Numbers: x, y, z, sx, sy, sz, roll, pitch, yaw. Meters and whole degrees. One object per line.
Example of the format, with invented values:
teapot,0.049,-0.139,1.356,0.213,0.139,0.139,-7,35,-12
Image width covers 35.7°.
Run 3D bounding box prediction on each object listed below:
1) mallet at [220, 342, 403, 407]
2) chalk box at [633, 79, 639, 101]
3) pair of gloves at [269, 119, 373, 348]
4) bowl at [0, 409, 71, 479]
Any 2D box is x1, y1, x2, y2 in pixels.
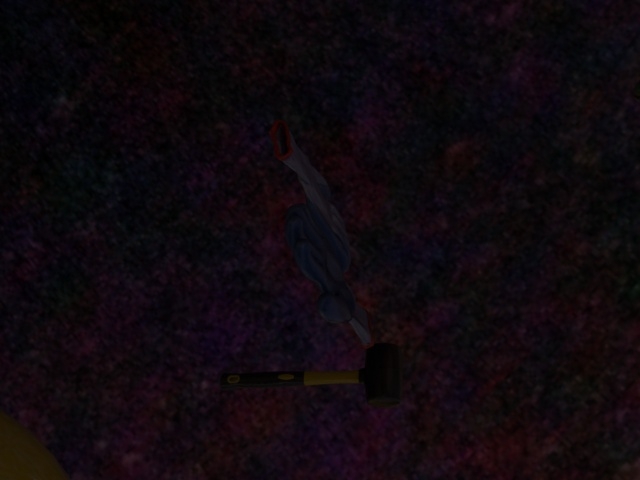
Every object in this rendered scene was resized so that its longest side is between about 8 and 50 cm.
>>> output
mallet,-0.008,0.132,1.013,0.039,0.189,0.062,67,29,-60
chalk box,0.243,-0.097,0.314,0.289,0.180,0.179,-15,103,-14
pair of gloves,0.000,0.000,0.837,0.023,0.198,0.159,-22,133,12
bowl,-0.251,0.202,0.534,0.289,0.289,0.156,-27,172,-29
